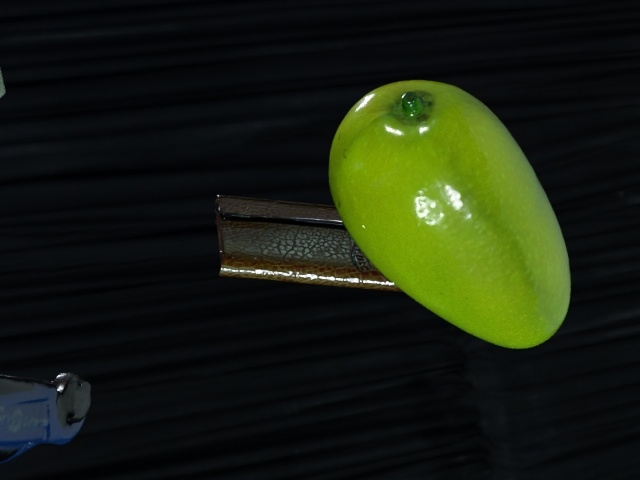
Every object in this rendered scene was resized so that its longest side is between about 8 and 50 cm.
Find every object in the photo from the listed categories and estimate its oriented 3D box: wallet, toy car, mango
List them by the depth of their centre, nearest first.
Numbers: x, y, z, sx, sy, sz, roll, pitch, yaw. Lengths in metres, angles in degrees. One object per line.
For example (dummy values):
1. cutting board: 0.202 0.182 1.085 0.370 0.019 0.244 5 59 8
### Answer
1. toy car: -0.204 0.094 0.616 0.216 0.103 0.063 41 -126 -71
2. mango: 0.133 -0.011 1.085 0.192 0.156 0.343 -3 134 43
3. wallet: 0.000 0.000 1.304 0.132 0.243 0.039 -97 18 -49

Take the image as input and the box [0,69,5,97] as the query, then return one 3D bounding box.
1. box: -0.297 -0.187 0.796 0.139 0.035 0.245 36 159 5
